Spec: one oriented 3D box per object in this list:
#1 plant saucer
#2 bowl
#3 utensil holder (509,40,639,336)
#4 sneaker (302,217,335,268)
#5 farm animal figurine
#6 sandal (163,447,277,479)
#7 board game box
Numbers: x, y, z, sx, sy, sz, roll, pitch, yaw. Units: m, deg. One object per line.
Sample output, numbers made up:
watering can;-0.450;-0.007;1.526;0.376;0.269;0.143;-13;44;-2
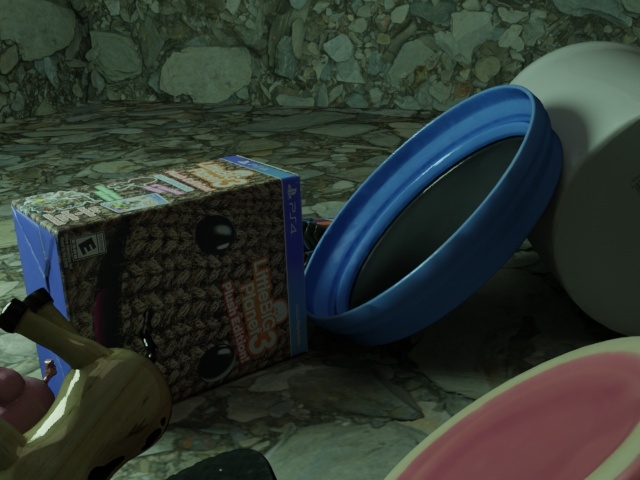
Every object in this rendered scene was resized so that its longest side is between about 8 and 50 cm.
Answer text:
plant saucer;0.139;0.164;0.504;0.332;0.084;0.332;-34;1;0
bowl;0.134;-0.031;1.007;0.391;0.077;0.391;-42;17;16
utensil holder;0.420;-0.082;1.087;0.328;0.327;0.385;-2;22;1
sneaker;0.000;0.000;1.291;0.221;0.083;0.087;0;5;-8
farm animal figurine;-0.218;0.217;0.429;0.172;0.330;0.327;41;23;-3
sandal;-0.052;0.257;0.489;0.168;0.107;0.446;-22;8;-3
board game box;-0.174;0.048;0.919;0.291;0.232;0.141;-17;25;-34
